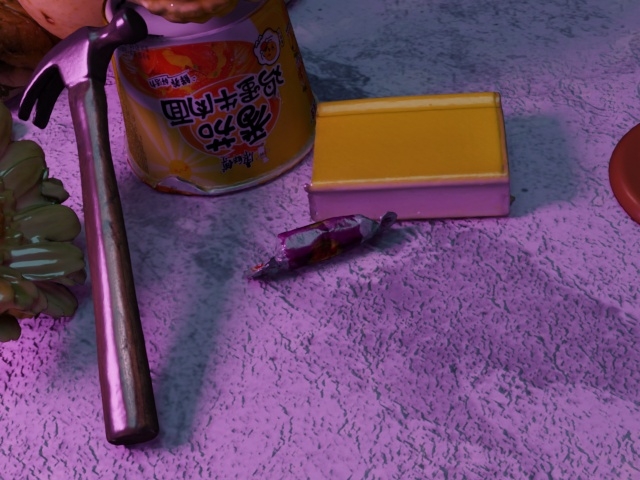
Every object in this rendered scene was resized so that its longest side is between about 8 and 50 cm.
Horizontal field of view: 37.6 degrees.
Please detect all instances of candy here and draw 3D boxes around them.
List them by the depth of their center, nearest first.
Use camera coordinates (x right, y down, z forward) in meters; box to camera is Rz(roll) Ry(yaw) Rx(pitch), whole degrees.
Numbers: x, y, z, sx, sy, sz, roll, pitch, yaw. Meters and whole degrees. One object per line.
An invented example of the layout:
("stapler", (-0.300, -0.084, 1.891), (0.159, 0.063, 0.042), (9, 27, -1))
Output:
("candy", (0.000, 0.000, 0.998), (0.175, 0.045, 0.043), (-18, 78, -11))

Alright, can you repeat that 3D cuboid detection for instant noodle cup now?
("instant noodle cup", (-0.133, -0.212, 1.124), (0.264, 0.200, 0.264), (-5, 43, 4))

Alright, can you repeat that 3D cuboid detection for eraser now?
("eraser", (0.102, -0.095, 1.056), (0.226, 0.069, 0.158), (-2, 43, 7))

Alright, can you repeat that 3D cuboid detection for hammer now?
("hammer", (-0.213, -0.018, 0.927), (0.168, 0.044, 0.440), (-25, 65, 24))

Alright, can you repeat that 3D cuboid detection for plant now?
("plant", (-0.399, -0.038, 0.949), (0.297, 0.261, 0.306), (5, 34, 15))

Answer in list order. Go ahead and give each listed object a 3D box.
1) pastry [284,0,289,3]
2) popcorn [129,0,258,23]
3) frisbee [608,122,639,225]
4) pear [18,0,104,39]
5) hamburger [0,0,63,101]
("pastry", (-0.106, -0.400, 1.392), (0.156, 0.092, 0.156), (-1, 39, 1))
("popcorn", (-0.169, -0.350, 0.966), (0.286, 0.225, 0.174), (14, 43, 21))
("frisbee", (0.440, -0.072, 1.011), (0.251, 0.021, 0.251), (-4, 45, 4))
("pear", (-0.282, -0.409, 1.247), (0.309, 0.309, 0.309), (-5, 44, 5))
("hamburger", (-0.456, -0.274, 1.277), (0.183, 0.130, 0.206), (31, 43, 12))
